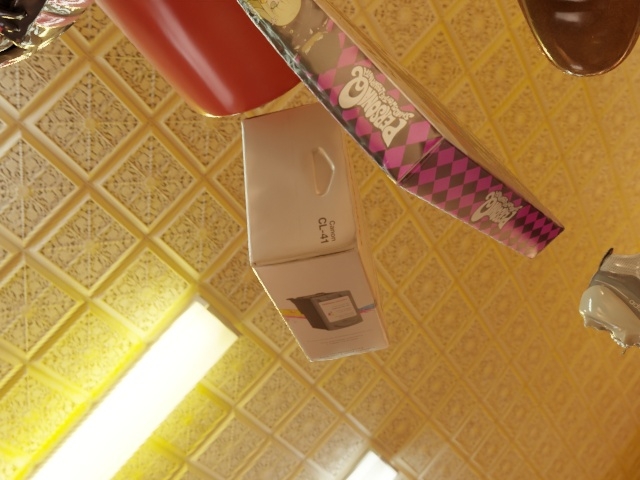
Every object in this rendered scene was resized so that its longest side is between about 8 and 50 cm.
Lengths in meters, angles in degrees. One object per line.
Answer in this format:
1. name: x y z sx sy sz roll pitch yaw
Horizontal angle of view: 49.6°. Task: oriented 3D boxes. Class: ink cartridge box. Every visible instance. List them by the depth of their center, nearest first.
1. ink cartridge box: 0.000 0.000 0.922 0.131 0.226 0.306 -12 -32 7

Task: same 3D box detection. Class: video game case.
1. video game case: 0.061 -0.090 0.493 0.042 0.210 0.232 -46 -33 17

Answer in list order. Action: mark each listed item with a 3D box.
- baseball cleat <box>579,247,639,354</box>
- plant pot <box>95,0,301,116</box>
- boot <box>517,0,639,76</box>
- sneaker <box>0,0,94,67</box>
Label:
1. baseball cleat: 0.325 0.070 0.566 0.110 0.205 0.072 -64 -14 0
2. plant pot: -0.124 -0.293 0.783 0.275 0.275 0.243 -41 -49 -14
3. boot: 0.176 -0.232 0.486 0.115 0.112 0.305 -70 -32 -41
4. sneaker: -0.231 -0.206 0.540 0.112 0.319 0.131 39 -109 -19
